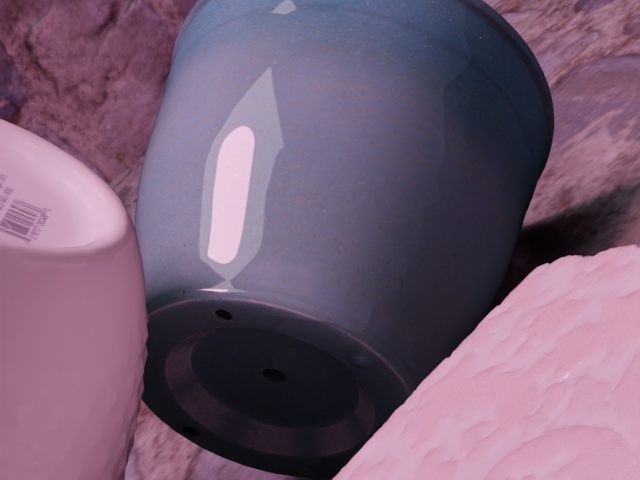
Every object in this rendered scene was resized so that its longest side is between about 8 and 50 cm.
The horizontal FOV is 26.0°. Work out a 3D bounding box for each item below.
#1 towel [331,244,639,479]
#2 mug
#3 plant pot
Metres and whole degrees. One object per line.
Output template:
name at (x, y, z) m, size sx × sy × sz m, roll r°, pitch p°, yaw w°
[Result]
towel at (0.091, 0.109, 0.525) m, size 0.317 × 0.053 × 0.332 m, roll -44°, pitch 11°, yaw -22°
mug at (-0.227, 0.089, 0.774) m, size 0.328 × 0.276 × 0.374 m, roll -64°, pitch -4°, yaw 19°
plant pot at (0.000, 0.000, 0.888) m, size 0.272 × 0.271 × 0.255 m, roll -26°, pitch 34°, yaw 39°
